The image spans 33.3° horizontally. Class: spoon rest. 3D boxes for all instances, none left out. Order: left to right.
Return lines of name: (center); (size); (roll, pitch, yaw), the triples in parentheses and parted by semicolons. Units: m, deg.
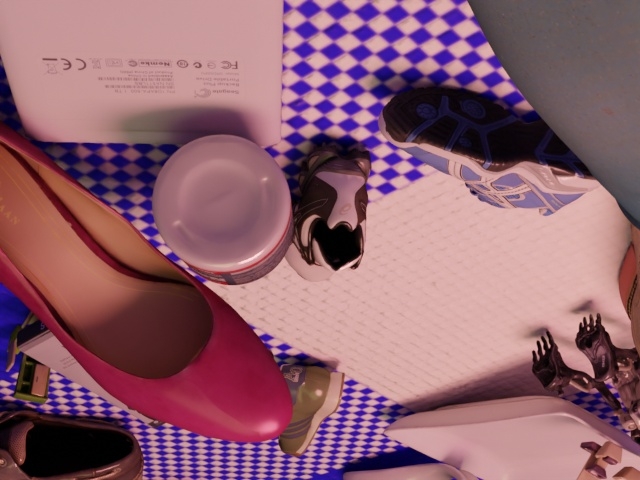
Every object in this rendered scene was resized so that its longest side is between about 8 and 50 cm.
spoon rest: (0.139, 0.352, 1.501); (0.137, 0.084, 0.276); (26, 163, -29)

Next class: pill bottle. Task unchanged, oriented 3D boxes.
pill bottle: (-0.076, -0.018, 0.902); (0.108, 0.108, 0.180); (-1, 172, 0)

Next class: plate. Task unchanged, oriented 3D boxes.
plate: (0.270, 0.258, 1.381); (0.277, 0.045, 0.278); (-16, 145, 41)

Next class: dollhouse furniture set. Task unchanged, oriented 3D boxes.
dollhouse furniture set: (-0.306, 0.125, 1.197); (0.076, 0.058, 0.152); (17, 143, -25)
dollhouse furniture set: (0.344, 0.294, 1.225); (0.114, 0.081, 0.091); (31, 166, 0)

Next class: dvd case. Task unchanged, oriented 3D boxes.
dvd case: (-0.188, 0.123, 1.191); (0.179, 0.029, 0.239); (-28, 138, 17)

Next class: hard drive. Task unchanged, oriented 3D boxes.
hard drive: (-0.131, -0.182, 0.753); (0.210, 0.040, 0.318); (1, 147, -2)

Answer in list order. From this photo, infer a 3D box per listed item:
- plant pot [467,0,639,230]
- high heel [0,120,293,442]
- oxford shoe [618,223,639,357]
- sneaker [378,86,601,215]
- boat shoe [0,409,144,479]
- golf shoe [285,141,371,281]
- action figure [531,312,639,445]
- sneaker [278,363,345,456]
plant pot: (0.195, -0.175, 0.590); (0.255, 0.271, 0.272); (37, 133, -23)
high heel: (-0.176, 0.036, 0.861); (0.377, 0.127, 0.181); (33, 164, 2)
oxford shoe: (0.349, 0.016, 0.959); (0.140, 0.146, 0.397); (-7, 146, 11)
sneaker: (0.140, -0.065, 0.896); (0.211, 0.080, 0.081); (15, 140, -20)
boat shoe: (-0.401, 0.270, 1.377); (0.355, 0.132, 0.130); (3, 138, -20)
golf shoe: (0.000, 0.000, 0.983); (0.077, 0.094, 0.198); (2, 148, -6)
action figure: (0.385, 0.174, 1.211); (0.276, 0.141, 0.164); (31, 135, -16)
sneaker: (-0.039, 0.204, 1.323); (0.086, 0.064, 0.192); (16, 143, -11)
